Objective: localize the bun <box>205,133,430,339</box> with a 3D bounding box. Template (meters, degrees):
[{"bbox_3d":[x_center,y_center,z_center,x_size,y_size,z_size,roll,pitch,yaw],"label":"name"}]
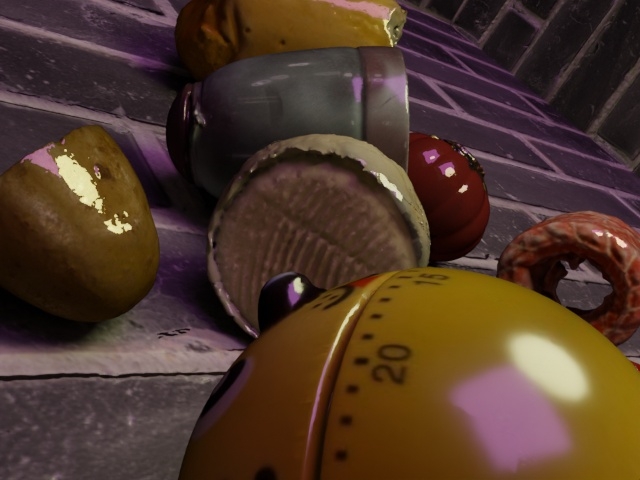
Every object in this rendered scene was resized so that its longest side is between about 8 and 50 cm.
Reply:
[{"bbox_3d":[0.000,0.000,0.868,0.259,0.259,0.152,34,16,5],"label":"bun"}]

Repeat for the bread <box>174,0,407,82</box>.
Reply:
[{"bbox_3d":[-0.072,-0.351,1.396,0.395,0.250,0.361,12,9,-10],"label":"bread"}]

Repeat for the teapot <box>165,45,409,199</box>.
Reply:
[{"bbox_3d":[-0.049,-0.141,1.050,0.313,0.233,0.315,1,-3,-1],"label":"teapot"}]

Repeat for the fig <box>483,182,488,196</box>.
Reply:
[{"bbox_3d":[0.176,-0.083,1.388,0.260,0.151,0.151,2,28,3],"label":"fig"}]

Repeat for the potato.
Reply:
[{"bbox_3d":[-0.227,0.000,0.728,0.158,0.178,0.203,45,-2,-8],"label":"potato"}]

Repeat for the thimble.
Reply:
[{"bbox_3d":[0.408,0.068,1.208,0.239,0.239,0.162,39,25,15],"label":"thimble"}]

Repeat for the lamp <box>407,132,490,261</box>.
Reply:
[{"bbox_3d":[0.160,-0.062,1.206,0.227,0.226,0.227,25,27,-13],"label":"lamp"}]

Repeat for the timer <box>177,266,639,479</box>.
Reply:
[{"bbox_3d":[0.032,0.187,0.521,0.387,0.375,0.376,-5,10,29],"label":"timer"}]

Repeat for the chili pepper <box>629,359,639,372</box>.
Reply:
[{"bbox_3d":[0.538,0.239,1.237,0.169,0.065,0.088,18,30,-33],"label":"chili pepper"}]
